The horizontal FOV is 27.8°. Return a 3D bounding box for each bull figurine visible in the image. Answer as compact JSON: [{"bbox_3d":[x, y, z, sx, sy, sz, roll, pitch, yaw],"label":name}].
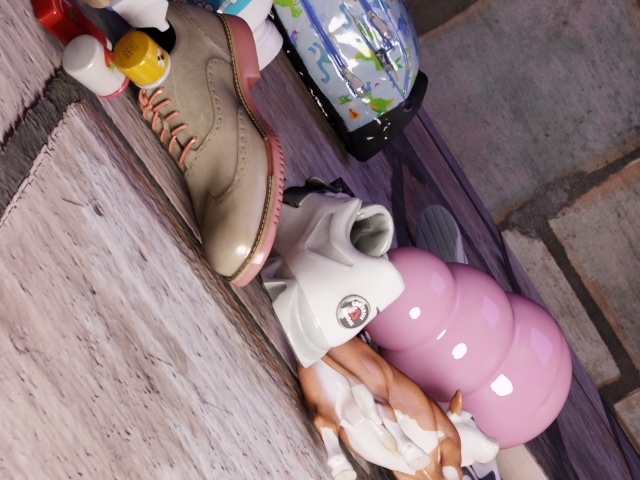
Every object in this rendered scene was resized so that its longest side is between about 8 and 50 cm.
[{"bbox_3d":[0.088,0.205,1.346,0.310,0.101,0.188,36,20,-37],"label":"bull figurine"}]

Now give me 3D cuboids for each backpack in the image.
[{"bbox_3d":[0.040,-0.357,2.167,0.355,0.273,0.290,45,23,-12],"label":"backpack"}]

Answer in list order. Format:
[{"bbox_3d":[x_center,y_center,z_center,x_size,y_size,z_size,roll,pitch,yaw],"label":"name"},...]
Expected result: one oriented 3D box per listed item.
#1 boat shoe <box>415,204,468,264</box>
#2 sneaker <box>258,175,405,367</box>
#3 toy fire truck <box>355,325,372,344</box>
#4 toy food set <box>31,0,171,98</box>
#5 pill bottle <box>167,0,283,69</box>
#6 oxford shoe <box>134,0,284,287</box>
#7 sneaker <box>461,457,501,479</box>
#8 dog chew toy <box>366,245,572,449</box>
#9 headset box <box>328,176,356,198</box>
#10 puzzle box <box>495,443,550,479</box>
[{"bbox_3d":[0.224,0.048,2.325,0.076,0.083,0.226,61,17,-60],"label":"boat shoe"},{"bbox_3d":[0.000,0.000,1.326,0.122,0.146,0.330,62,-1,-33],"label":"sneaker"},{"bbox_3d":[0.003,0.071,1.466,0.135,0.047,0.192,61,14,3],"label":"toy fire truck"},{"bbox_3d":[-0.189,-0.210,1.196,0.104,0.111,0.232,39,22,-57],"label":"toy food set"},{"bbox_3d":[-0.151,-0.306,1.475,0.264,0.146,0.146,52,15,-31],"label":"pill bottle"},{"bbox_3d":[-0.127,-0.103,1.285,0.130,0.123,0.348,15,42,-32],"label":"oxford shoe"},{"bbox_3d":[0.199,0.321,1.559,0.235,0.094,0.153,45,26,-20],"label":"sneaker"},{"bbox_3d":[0.166,0.123,1.609,0.332,0.206,0.207,38,23,-34],"label":"dog chew toy"},{"bbox_3d":[0.043,-0.042,1.894,0.083,0.032,0.062,52,16,-35],"label":"headset box"},{"bbox_3d":[0.290,0.335,1.795,0.272,0.052,0.409,53,4,-35],"label":"puzzle box"}]
